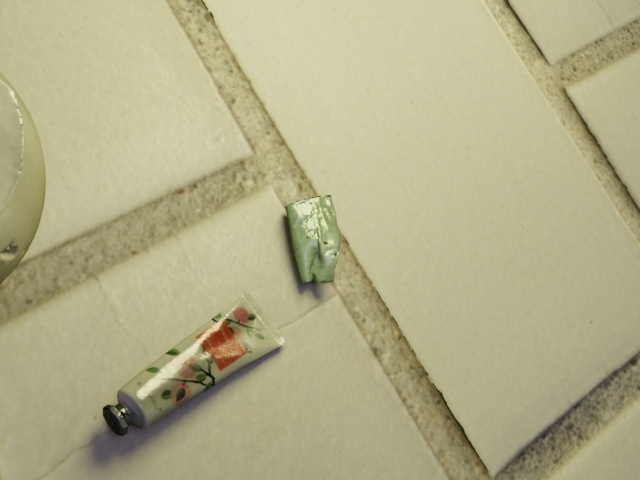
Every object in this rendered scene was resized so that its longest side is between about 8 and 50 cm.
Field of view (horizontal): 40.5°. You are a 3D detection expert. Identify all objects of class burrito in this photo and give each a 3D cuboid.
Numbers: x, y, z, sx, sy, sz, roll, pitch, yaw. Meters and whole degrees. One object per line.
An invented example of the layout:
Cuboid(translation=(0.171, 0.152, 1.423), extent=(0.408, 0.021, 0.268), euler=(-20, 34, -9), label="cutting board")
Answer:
Cuboid(translation=(-0.003, 0.000, 1.110), extent=(0.074, 0.044, 0.118), euler=(-1, 68, -29), label="burrito")

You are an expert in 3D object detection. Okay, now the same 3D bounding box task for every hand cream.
Cuboid(translation=(-0.143, 0.144, 0.994), extent=(0.234, 0.050, 0.080), euler=(-33, 83, -36), label="hand cream")

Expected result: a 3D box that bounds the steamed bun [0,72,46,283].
Cuboid(translation=(-0.437, -0.062, 0.843), extent=(0.325, 0.206, 0.324), euler=(10, 65, -23), label="steamed bun")
